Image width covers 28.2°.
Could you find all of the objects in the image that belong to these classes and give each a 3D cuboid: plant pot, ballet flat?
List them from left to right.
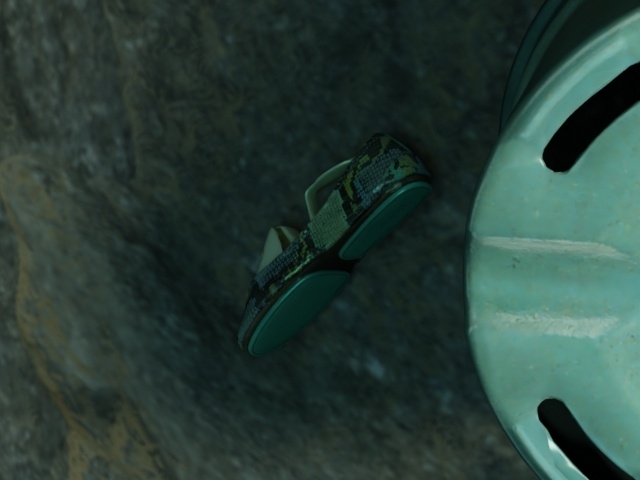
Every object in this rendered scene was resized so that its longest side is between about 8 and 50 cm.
[{"bbox_3d":[0.000,0.000,0.874,0.070,0.070,0.188,47,111,3],"label":"ballet flat"},{"bbox_3d":[0.228,-0.013,0.637,0.341,0.334,0.341,4,105,17],"label":"plant pot"}]
